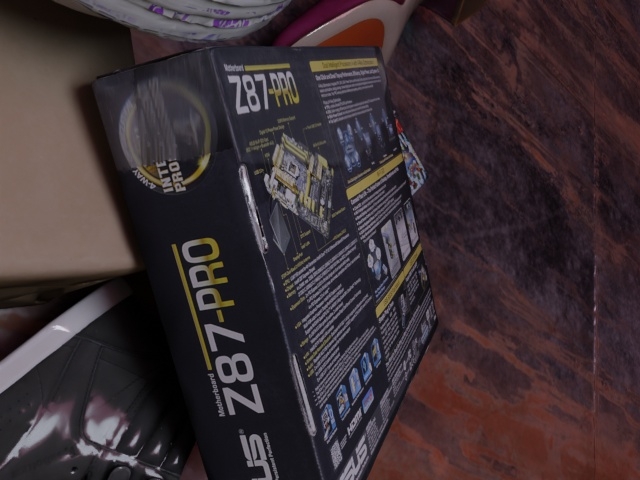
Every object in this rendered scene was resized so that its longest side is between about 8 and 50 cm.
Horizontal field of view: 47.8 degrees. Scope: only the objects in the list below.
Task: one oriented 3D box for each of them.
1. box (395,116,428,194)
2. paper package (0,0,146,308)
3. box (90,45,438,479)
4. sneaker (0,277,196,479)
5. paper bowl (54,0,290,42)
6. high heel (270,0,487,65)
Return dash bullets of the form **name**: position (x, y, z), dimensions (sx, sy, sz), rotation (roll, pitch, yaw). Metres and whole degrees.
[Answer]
- **box**: position (0.073, -0.081, 0.881), dimensions (0.137, 0.027, 0.094), rotation (-45, 110, -42)
- **paper package**: position (-0.281, -0.119, 0.441), dimensions (0.310, 0.168, 0.324), rotation (-2, 79, -45)
- **box**: position (0.000, 0.000, 0.612), dimensions (0.395, 0.097, 0.318), rotation (-39, 119, -66)
- **sneaker**: position (-0.185, 0.161, 0.472), dimensions (0.147, 0.104, 0.296), rotation (45, 48, -2)
- **paper bowl**: position (-0.114, -0.244, 0.407), dimensions (0.284, 0.148, 0.284), rotation (25, 51, -35)
- **high heel**: position (0.040, -0.302, 0.895), dimensions (0.377, 0.127, 0.181), rotation (-30, 62, -37)
